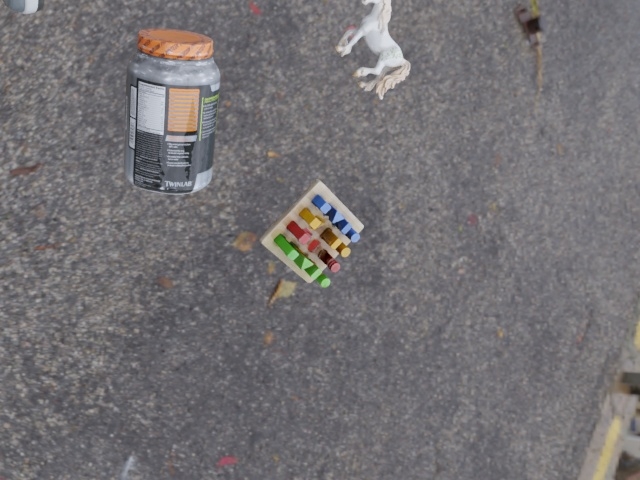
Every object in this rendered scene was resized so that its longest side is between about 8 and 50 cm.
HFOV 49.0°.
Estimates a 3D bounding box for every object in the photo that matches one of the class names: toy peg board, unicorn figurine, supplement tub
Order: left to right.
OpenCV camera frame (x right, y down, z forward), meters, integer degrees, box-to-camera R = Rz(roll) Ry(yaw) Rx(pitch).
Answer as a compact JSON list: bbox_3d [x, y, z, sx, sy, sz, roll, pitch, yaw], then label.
[{"bbox_3d":[-0.314,-0.273,1.485,0.193,0.193,0.316,-15,125,-43],"label":"supplement tub"},{"bbox_3d":[0.000,0.000,1.336,0.160,0.079,0.161,-46,131,1],"label":"toy peg board"},{"bbox_3d":[0.078,-0.301,1.045,0.162,0.111,0.060,55,10,-12],"label":"unicorn figurine"}]

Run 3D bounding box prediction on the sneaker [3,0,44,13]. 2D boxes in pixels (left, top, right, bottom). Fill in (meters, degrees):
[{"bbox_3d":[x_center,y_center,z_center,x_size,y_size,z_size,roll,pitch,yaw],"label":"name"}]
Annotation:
[{"bbox_3d":[-0.434,-0.373,0.789,0.178,0.124,0.296,-30,143,-24],"label":"sneaker"}]
